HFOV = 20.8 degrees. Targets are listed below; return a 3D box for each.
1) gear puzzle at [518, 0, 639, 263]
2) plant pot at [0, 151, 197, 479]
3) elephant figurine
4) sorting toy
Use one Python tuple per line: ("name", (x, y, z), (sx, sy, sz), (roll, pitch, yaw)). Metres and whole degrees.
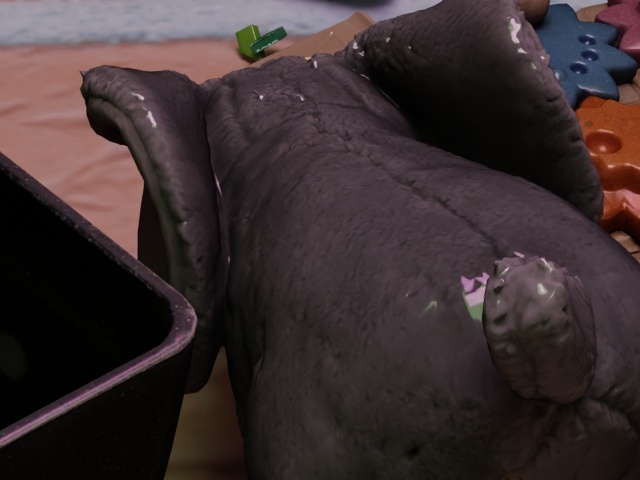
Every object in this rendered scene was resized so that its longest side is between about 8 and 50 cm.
("gear puzzle", (0.168, -0.011, 0.650), (0.175, 0.044, 0.339), (-13, 42, -18))
("plant pot", (-0.159, 0.073, 0.437), (0.187, 0.167, 0.188), (-29, 50, -33))
("elephant figurine", (0.000, 0.000, 0.516), (0.169, 0.186, 0.239), (13, 39, -47))
("sorting toy", (-0.001, -0.074, 0.736), (0.062, 0.012, 0.083), (-30, 50, -14))
